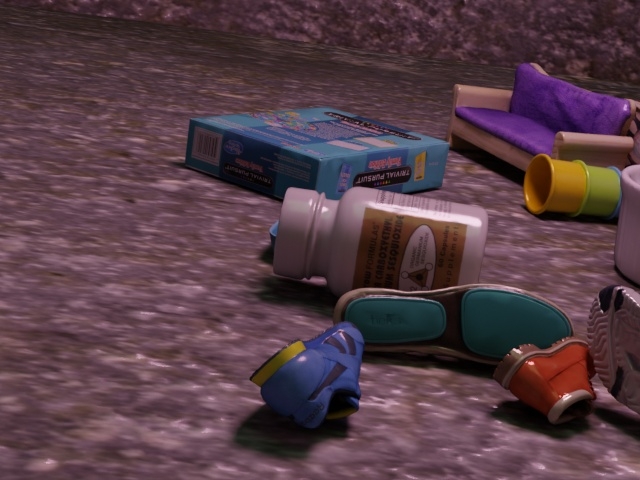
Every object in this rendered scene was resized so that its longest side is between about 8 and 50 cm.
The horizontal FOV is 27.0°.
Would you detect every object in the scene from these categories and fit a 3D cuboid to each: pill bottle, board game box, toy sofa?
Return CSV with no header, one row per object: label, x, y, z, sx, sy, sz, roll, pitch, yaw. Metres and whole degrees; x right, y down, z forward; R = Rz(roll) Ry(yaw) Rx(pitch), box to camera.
pill bottle,0.067,0.008,1.511,0.229,0.131,0.131,10,16,4
board game box,0.000,-0.133,2.052,0.254,0.079,0.336,20,19,35
toy sofa,0.374,-0.198,2.309,0.150,0.177,0.362,1,19,-26

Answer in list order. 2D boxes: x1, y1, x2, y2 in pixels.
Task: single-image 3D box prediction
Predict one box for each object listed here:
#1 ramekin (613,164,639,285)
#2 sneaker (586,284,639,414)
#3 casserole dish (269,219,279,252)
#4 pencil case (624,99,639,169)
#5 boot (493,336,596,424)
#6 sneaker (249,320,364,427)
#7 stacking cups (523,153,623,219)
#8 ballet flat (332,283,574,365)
ramekin,0.530,-0.003,1.797,0.277,0.135,0.277,9,16,-3
sneaker,0.371,0.132,1.288,0.153,0.094,0.235,7,26,-34
casserole dish,0.000,0.000,1.674,0.114,0.037,0.188,11,15,9
pencil case,0.660,-0.159,2.368,0.410,0.183,0.160,-5,-7,-42
boot,0.242,0.142,1.305,0.084,0.059,0.158,40,27,30
sneaker,0.006,0.128,1.214,0.082,0.069,0.209,47,16,9
stacking cups,0.479,-0.078,2.101,0.316,0.096,0.096,4,17,-21
ballet flat,0.136,0.087,1.388,0.248,0.086,0.086,7,16,-3
